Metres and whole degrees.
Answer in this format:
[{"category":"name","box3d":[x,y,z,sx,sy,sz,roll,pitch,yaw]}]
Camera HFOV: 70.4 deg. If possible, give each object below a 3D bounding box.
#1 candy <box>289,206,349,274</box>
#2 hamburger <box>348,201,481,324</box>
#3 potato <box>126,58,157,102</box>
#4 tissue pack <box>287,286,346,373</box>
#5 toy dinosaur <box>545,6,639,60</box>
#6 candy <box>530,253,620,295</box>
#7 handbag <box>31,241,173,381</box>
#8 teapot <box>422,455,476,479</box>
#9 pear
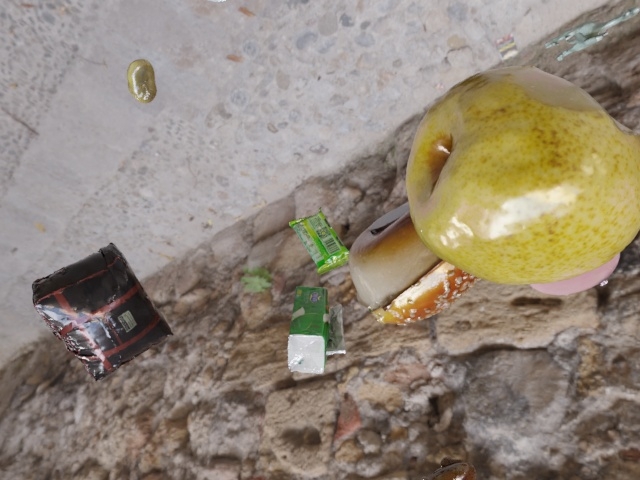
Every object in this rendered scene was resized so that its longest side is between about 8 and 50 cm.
[{"category":"candy","box3d":[0.000,0.001,1.173,0.102,0.178,0.032,-28,151,-8]},{"category":"hamburger","box3d":[0.142,0.019,0.617,0.147,0.237,0.237,54,139,-4]},{"category":"potato","box3d":[-0.575,-0.514,1.462,0.070,0.092,0.137,32,129,39]},{"category":"tissue pack","box3d":[-0.007,0.254,1.301,0.156,0.209,0.148,4,122,0]},{"category":"toy dinosaur","box3d":[0.585,-0.451,0.987,0.167,0.242,0.053,-21,98,34]},{"category":"candy","box3d":[0.682,0.049,1.246,0.255,0.094,0.255,0,131,0]},{"category":"handbag","box3d":[-0.401,0.133,0.837,0.155,0.169,0.215,27,143,54]},{"category":"teapot","box3d":[0.315,0.575,1.114,0.129,0.078,0.098,-30,135,13]},{"category":"pear","box3d":[0.158,-0.046,0.352,0.178,0.178,0.178,7,150,4]}]
